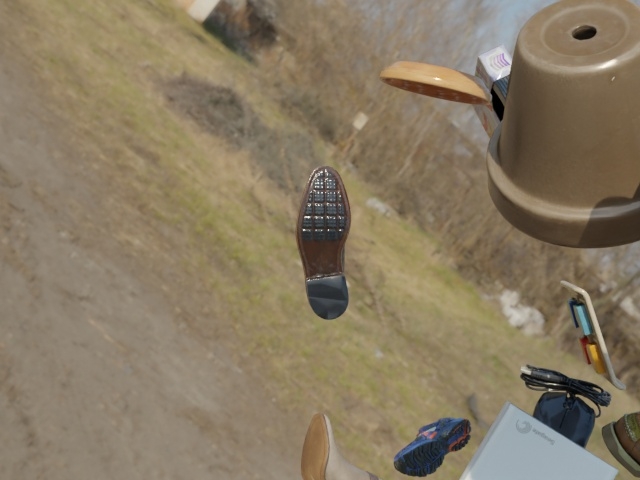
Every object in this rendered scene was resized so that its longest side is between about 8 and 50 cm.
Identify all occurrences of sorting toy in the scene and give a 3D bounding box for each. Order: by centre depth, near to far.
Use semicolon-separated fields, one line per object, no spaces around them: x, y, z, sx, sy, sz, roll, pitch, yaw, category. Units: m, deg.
0.514;0.180;1.784;0.193;0.038;0.208;-16;84;-84;sorting toy

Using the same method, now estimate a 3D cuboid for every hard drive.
0.350;0.505;1.687;0.233;0.353;0.047;32;-3;1;hard drive

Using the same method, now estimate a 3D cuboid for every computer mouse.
0.461;0.352;1.806;0.188;0.072;0.272;17;46;13;computer mouse

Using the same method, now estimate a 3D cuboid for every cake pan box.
0.405;-0.255;1.962;0.246;0.070;0.267;63;-2;13;cake pan box

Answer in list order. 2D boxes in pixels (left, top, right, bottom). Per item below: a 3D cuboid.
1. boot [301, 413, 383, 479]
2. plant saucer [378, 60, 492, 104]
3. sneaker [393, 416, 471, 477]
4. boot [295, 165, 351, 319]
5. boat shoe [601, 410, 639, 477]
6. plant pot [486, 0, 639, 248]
0.026;0.235;0.914;0.087;0.118;0.042;16;-18;-32;boot
0.202;-0.274;1.607;0.200;0.037;0.200;14;4;-1;plant saucer
0.244;0.467;2.105;0.221;0.083;0.087;-19;15;-37;sneaker
0.000;0.000;1.361;0.082;0.219;0.106;0;5;-7;boot
0.662;0.420;1.744;0.307;0.104;0.111;35;31;-30;boat shoe
0.319;-0.159;1.108;0.263;0.263;0.229;48;-15;45;plant pot
